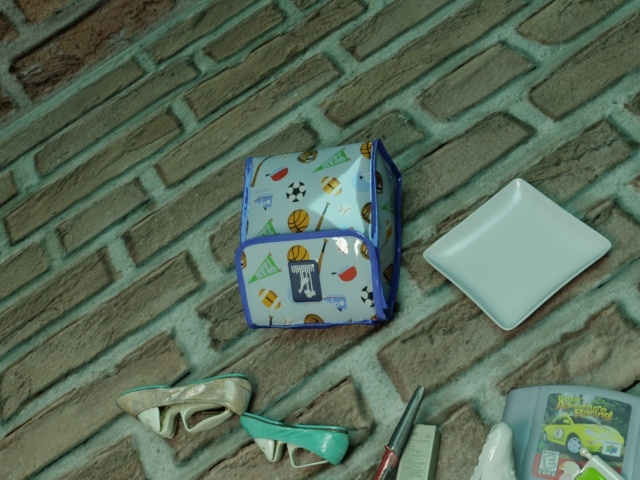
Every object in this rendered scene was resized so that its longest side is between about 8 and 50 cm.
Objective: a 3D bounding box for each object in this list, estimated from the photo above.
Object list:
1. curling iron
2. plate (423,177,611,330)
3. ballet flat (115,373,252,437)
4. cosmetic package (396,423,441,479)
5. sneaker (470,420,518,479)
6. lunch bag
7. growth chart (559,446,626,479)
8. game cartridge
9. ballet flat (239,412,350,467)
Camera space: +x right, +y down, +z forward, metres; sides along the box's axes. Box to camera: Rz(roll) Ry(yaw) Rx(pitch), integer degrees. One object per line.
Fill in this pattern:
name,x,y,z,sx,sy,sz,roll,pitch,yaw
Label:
curling iron,0.117,0.383,1.431,0.068,0.035,0.274,22,80,51
plate,0.396,0.029,1.621,0.277,0.045,0.278,-38,47,-7
ballet flat,-0.294,0.352,1.658,0.316,0.107,0.106,-14,56,18
cosmetic package,0.178,0.393,1.434,0.060,0.041,0.115,-1,53,27
sneaker,0.290,0.412,1.295,0.095,0.090,0.235,14,96,23
lunch bag,0.000,0.000,1.718,0.328,0.239,0.385,-5,68,22
growth chart,0.401,0.454,1.226,0.172,0.021,0.237,32,82,40
game cartridge,0.442,0.341,1.331,0.294,0.060,0.196,2,51,31
ballet flat,-0.061,0.390,1.531,0.247,0.083,0.087,1,69,29
